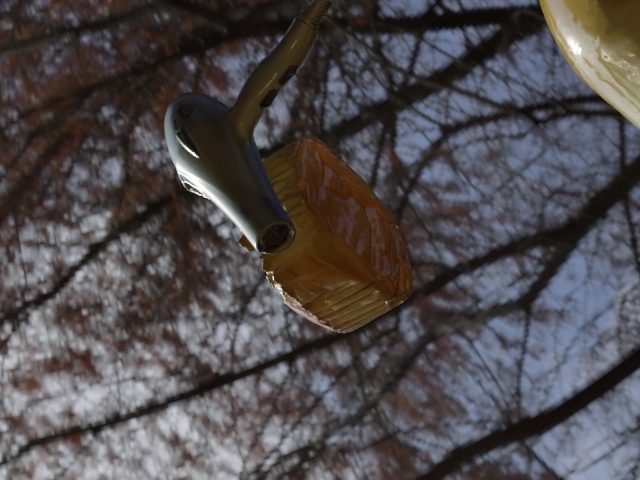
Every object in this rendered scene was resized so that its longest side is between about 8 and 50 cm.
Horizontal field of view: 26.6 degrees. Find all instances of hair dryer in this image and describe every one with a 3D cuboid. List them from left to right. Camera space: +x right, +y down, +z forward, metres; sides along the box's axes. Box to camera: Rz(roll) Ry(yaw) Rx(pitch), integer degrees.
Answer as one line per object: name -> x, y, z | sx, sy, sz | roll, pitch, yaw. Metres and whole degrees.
hair dryer -> -0.051, -0.093, 1.286 | 0.225, 0.219, 0.088 | -34, -35, 29

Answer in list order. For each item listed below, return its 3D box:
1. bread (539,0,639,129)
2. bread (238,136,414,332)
bread -> 0.314, -0.202, 0.946 | 0.333, 0.333, 0.160 | -4, -20, -16
bread -> 0.000, 0.000, 1.686 | 0.133, 0.179, 0.250 | -28, -55, 30
